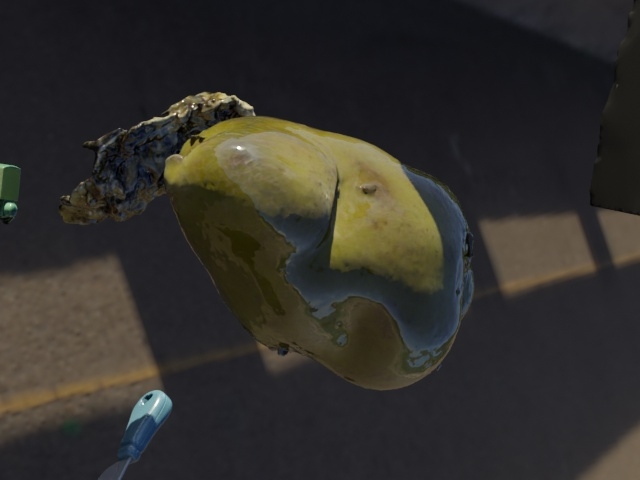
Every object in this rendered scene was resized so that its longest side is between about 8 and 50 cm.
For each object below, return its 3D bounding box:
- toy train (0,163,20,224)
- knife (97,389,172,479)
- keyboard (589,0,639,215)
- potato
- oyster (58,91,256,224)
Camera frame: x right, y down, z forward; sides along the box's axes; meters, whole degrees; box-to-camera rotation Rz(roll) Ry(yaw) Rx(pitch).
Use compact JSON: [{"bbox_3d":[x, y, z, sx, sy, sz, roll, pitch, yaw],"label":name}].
[{"bbox_3d":[-0.434,-0.060,2.040,0.050,0.122,0.081,2,94,-62],"label":"toy train"},{"bbox_3d":[-0.239,0.271,1.874,0.032,0.058,0.244,51,45,-26],"label":"knife"},{"bbox_3d":[0.215,-0.114,1.041,0.015,0.074,0.196,10,94,-25],"label":"keyboard"},{"bbox_3d":[0.003,0.000,1.428,0.351,0.202,0.218,32,33,-35],"label":"potato"},{"bbox_3d":[-0.189,-0.081,1.776,0.083,0.214,0.223,59,-23,5],"label":"oyster"}]
